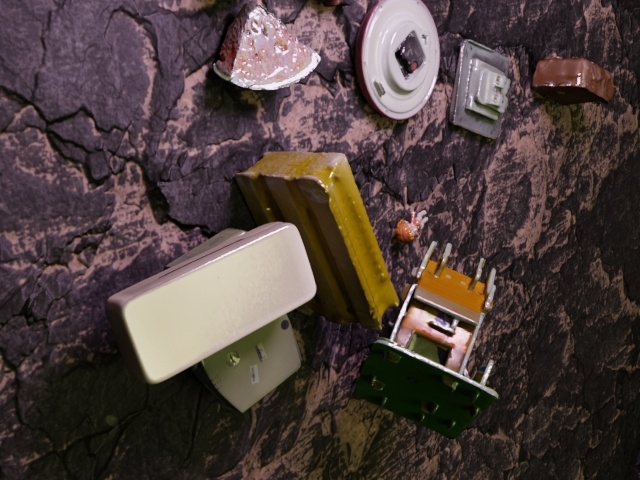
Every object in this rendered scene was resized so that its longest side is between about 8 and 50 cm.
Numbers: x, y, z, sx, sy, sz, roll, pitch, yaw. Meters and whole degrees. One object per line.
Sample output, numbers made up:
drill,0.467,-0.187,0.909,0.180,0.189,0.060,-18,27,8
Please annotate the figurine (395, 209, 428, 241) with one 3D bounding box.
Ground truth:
figurine,0.193,-0.030,1.643,0.109,0.047,0.064,-37,116,-47

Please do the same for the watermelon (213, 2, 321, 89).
watermelon,-0.096,-0.312,1.264,0.187,0.071,0.139,-21,106,-34

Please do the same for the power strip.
power strip,0.380,-0.337,1.769,0.213,0.064,0.198,4,93,-47

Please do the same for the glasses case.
glasses case,-0.153,0.084,1.154,0.312,0.070,0.131,-27,107,-34

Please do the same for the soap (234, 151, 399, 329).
soap,0.000,0.000,1.332,0.091,0.199,0.315,-47,127,-37

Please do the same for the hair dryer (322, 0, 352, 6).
hair dryer,-0.028,-0.509,1.293,0.340,0.123,0.313,25,68,-57

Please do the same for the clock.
clock,0.157,-0.358,1.531,0.244,0.056,0.244,-11,105,-46

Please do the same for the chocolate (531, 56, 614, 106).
chocolate,0.634,-0.402,1.973,0.214,0.148,0.093,11,84,-50

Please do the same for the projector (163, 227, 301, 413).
projector,-0.153,0.136,1.259,0.193,0.088,0.270,-34,115,-33

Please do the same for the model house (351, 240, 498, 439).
model house,0.241,0.184,1.531,0.313,0.242,0.358,-60,169,-27
